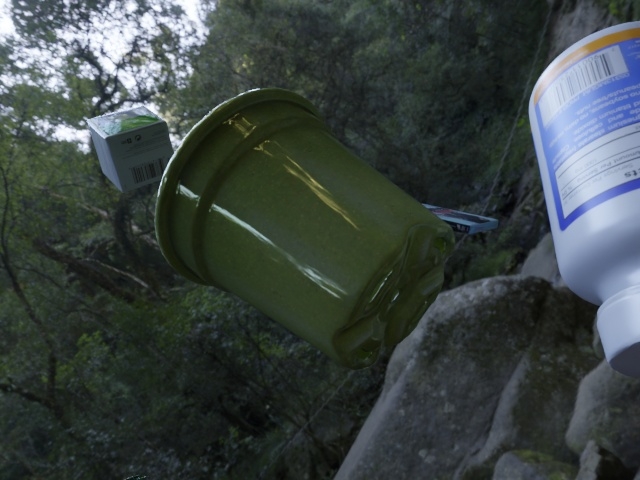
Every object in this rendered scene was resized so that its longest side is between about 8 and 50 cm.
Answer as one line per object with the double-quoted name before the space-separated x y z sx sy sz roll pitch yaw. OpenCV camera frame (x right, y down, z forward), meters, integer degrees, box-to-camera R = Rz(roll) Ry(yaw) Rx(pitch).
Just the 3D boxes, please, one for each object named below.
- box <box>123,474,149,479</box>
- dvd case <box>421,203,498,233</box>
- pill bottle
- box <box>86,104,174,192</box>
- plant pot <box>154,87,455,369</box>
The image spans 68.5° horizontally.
"box" -0.422 0.524 0.916 0.179 0.043 0.105 -32 -19 -21
"dvd case" 0.155 -0.030 0.606 0.087 0.120 0.013 -9 -71 -48
"pill bottle" 0.268 -0.035 0.383 0.152 0.153 0.271 91 -176 -58
"box" -0.307 -0.152 0.774 0.101 0.087 0.101 -28 -44 -31
"plant pot" 0.000 0.000 0.542 0.276 0.254 0.275 -33 -38 -31
